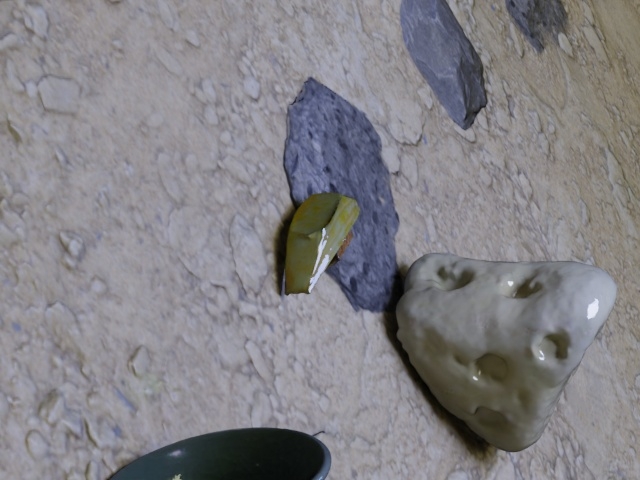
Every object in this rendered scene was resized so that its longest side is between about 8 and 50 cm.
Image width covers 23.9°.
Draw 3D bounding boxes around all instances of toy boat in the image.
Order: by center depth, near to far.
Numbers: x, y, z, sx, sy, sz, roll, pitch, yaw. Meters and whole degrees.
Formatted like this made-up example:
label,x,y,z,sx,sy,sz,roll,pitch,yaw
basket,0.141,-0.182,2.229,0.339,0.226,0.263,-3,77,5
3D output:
label,x,y,z,sx,sy,sz,roll,pitch,yaw
toy boat,0.000,0.000,1.656,0.172,0.065,0.066,-59,139,-52

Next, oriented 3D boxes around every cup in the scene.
label,x,y,z,sx,sy,sz,roll,pitch,yaw
cup,-0.076,0.263,1.262,0.199,0.199,0.150,-39,121,-59

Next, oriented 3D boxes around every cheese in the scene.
label,x,y,z,sx,sy,sz,roll,pitch,yaw
cheese,0.243,0.137,1.804,0.174,0.251,0.248,-69,144,-50
